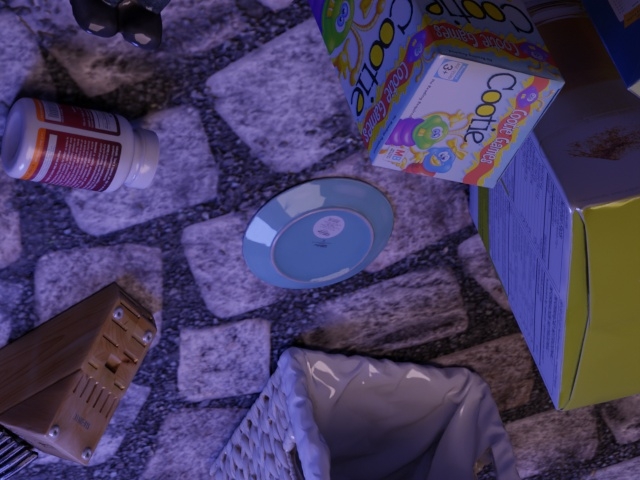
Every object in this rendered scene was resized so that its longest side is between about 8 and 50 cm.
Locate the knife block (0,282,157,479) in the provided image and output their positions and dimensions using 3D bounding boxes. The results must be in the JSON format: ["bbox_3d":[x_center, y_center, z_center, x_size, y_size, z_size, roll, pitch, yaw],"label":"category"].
[{"bbox_3d":[-0.358,0.172,2.027,0.088,0.242,0.275,47,62,-47],"label":"knife block"}]

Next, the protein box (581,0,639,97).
[{"bbox_3d":[0.367,-0.239,1.576,0.200,0.201,0.136,-41,134,24],"label":"protein box"}]

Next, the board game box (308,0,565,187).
[{"bbox_3d":[0.103,-0.204,1.639,0.142,0.275,0.144,9,131,-28],"label":"board game box"}]

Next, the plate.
[{"bbox_3d":[0.000,0.000,2.005,0.188,0.024,0.188,-10,138,-9],"label":"plate"}]

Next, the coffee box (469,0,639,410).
[{"bbox_3d":[0.369,-0.069,1.835,0.338,0.334,0.338,-13,138,-7],"label":"coffee box"}]

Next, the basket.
[{"bbox_3d":[0.070,0.355,2.188,0.331,0.328,0.266,10,135,-29],"label":"basket"}]

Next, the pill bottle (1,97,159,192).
[{"bbox_3d":[-0.252,-0.097,1.763,0.152,0.086,0.086,10,131,-28],"label":"pill bottle"}]

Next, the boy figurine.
[{"bbox_3d":[-0.128,-0.313,1.579,0.177,0.092,0.285,16,131,-30],"label":"boy figurine"}]
